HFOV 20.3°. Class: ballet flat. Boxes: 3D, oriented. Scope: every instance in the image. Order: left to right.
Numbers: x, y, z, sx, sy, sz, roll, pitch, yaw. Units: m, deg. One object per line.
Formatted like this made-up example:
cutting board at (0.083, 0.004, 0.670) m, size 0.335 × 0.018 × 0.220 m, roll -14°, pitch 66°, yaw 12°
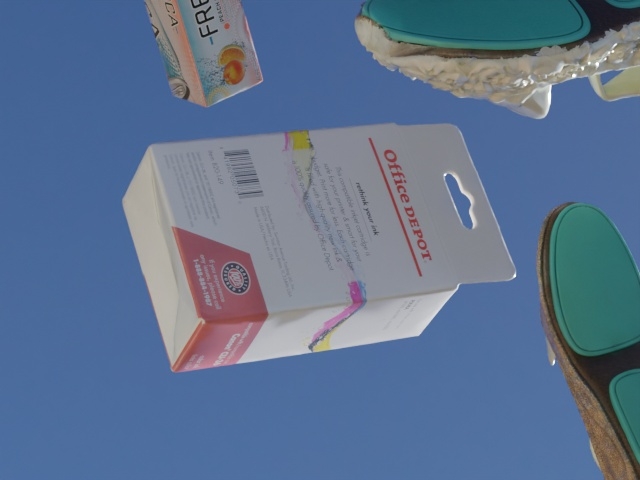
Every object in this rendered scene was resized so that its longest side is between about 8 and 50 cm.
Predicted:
ballet flat at (0.233, -0.174, 1.595) m, size 0.409 × 0.147 × 0.147 m, roll -11°, pitch -54°, yaw -12°
ballet flat at (0.258, 0.121, 1.636) m, size 0.106 × 0.107 × 0.316 m, roll 120°, pitch -41°, yaw -61°

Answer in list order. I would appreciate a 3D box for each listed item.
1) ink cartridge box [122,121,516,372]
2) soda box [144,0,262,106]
ink cartridge box at (0.000, 0.000, 1.023) m, size 0.067 × 0.198 × 0.115 m, roll 123°, pitch -46°, yaw -54°
soda box at (-0.106, -0.202, 1.420) m, size 0.063 × 0.058 × 0.183 m, roll 24°, pitch -46°, yaw 55°
